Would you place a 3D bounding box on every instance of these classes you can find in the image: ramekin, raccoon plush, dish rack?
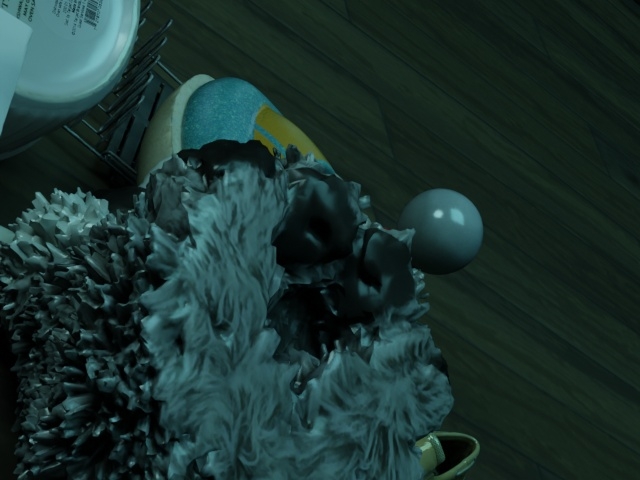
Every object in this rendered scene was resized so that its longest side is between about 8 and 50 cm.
[{"bbox_3d":[-0.211,-0.157,1.134,0.207,0.109,0.207,13,72,-45],"label":"ramekin"},{"bbox_3d":[-0.142,0.113,0.941,0.216,0.299,0.446,56,50,-19],"label":"raccoon plush"},{"bbox_3d":[-0.180,-0.153,1.344,0.271,0.074,0.208,42,25,-17],"label":"dish rack"}]

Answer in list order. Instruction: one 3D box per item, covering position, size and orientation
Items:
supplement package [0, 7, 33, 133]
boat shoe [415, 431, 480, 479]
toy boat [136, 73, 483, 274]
[{"bbox_3d":[-0.295,-0.058,0.799,0.262,0.145,0.204,32,58,-35],"label":"supplement package"},{"bbox_3d":[0.054,0.158,1.267,0.068,0.072,0.190,55,24,15],"label":"boat shoe"},{"bbox_3d":[0.000,0.000,1.294,0.318,0.148,0.267,9,57,-62],"label":"toy boat"}]
